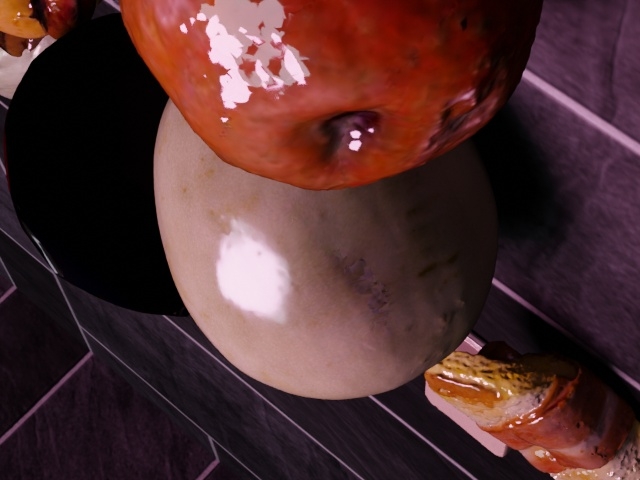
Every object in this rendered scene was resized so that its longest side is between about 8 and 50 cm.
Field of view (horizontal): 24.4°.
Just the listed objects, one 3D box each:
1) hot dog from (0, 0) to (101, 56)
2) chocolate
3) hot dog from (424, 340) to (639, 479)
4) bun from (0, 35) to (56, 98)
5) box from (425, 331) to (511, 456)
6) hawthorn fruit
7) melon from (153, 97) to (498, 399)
[{"bbox_3d":[-0.260,-0.268,1.245,0.107,0.194,0.326,40,175,32],"label":"hot dog"},{"bbox_3d":[-0.146,-0.064,1.341,0.283,0.283,0.186,44,168,3],"label":"chocolate"},{"bbox_3d":[0.208,0.148,1.309,0.261,0.093,0.123,37,157,-27],"label":"hot dog"},{"bbox_3d":[-0.359,-0.233,1.629,0.204,0.126,0.212,42,160,1],"label":"bun"},{"bbox_3d":[0.160,0.152,1.454,0.122,0.062,0.089,37,160,18],"label":"box"},{"bbox_3d":[0.014,-0.161,0.846,0.258,0.258,0.262,37,123,22],"label":"hawthorn fruit"},{"bbox_3d":[0.002,-0.019,1.129,0.308,0.272,0.272,45,162,-18],"label":"melon"}]
